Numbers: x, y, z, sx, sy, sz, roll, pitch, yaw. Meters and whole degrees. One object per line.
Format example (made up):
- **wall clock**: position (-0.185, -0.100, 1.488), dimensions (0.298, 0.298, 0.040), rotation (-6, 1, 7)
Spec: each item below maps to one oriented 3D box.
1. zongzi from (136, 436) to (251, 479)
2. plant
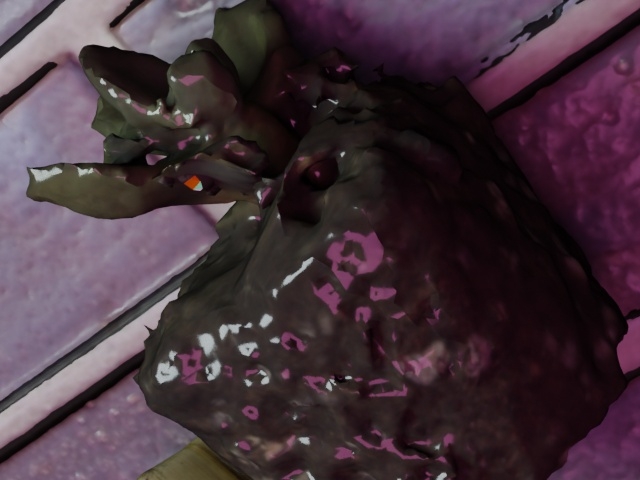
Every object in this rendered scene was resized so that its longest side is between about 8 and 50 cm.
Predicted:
- **zongzi**: position (-0.029, 0.279, 0.910), dimensions (0.228, 0.115, 0.256), rotation (31, 124, 28)
- **plant**: position (0.000, 0.000, 0.753), dimensions (0.213, 0.215, 0.312), rotation (-33, 100, 26)
